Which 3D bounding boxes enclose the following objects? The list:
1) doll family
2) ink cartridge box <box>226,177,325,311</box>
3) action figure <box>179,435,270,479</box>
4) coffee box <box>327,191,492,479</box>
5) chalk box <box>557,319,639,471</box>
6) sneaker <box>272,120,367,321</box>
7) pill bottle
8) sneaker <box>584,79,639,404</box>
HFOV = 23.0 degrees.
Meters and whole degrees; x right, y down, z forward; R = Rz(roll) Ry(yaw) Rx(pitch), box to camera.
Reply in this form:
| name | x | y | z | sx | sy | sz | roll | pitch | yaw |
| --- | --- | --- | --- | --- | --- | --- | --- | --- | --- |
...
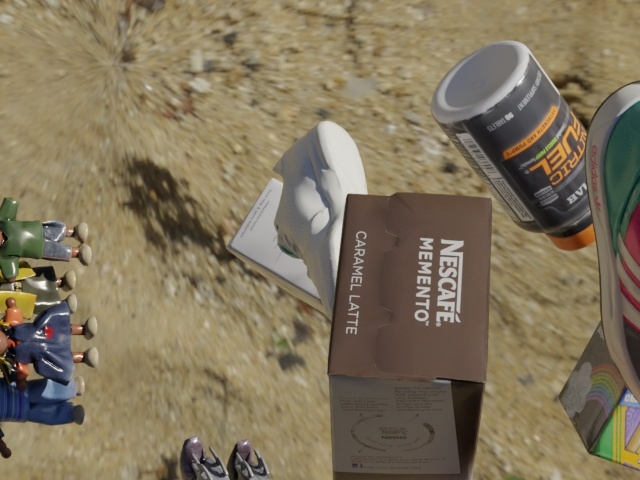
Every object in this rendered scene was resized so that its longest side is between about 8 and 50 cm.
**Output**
| name | x | y | z | sx | sy | sz | roll | pitch | yaw |
| --- | --- | --- | --- | --- | --- | --- | --- | --- | --- |
| doll family | -0.237 | 0.067 | 1.210 | 0.111 | 0.076 | 0.193 | 2 | 69 | -34 |
| ink cartridge box | 0.034 | 0.039 | 1.610 | 0.218 | 0.158 | 0.092 | 31 | 86 | 19 |
| action figure | -0.057 | 0.338 | 1.777 | 0.185 | 0.285 | 0.099 | -7 | 126 | -33 |
| coffee box | 0.060 | 0.094 | 1.077 | 0.098 | 0.246 | 0.141 | 3 | 58 | 4 |
| chalk box | 0.373 | 0.132 | 1.697 | 0.132 | 0.132 | 0.213 | 22 | 108 | -15 |
| sneaker | 0.000 | 0.000 | 1.408 | 0.094 | 0.212 | 0.080 | -30 | 139 | 28 |
| pill bottle | 0.241 | -0.098 | 1.785 | 0.130 | 0.130 | 0.245 | -42 | 120 | -1 |
| sneaker | 0.282 | 0.046 | 1.083 | 0.124 | 0.178 | 0.295 | -25 | 119 | -10 |
